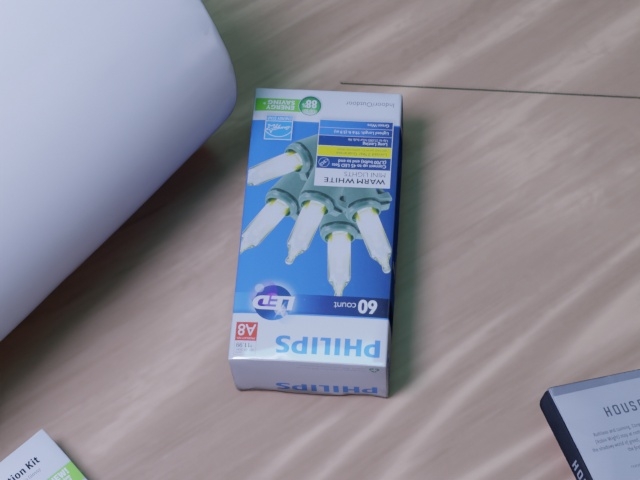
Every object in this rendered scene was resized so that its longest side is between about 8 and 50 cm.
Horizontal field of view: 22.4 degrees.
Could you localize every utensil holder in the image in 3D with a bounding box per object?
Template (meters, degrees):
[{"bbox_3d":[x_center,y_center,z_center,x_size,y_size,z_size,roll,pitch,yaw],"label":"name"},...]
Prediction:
[{"bbox_3d":[-0.305,-0.089,1.332,0.327,0.327,0.385,38,69,21],"label":"utensil holder"}]

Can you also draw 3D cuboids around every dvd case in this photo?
[{"bbox_3d":[0.296,0.203,1.255,0.179,0.029,0.239,-9,56,-23],"label":"dvd case"}]

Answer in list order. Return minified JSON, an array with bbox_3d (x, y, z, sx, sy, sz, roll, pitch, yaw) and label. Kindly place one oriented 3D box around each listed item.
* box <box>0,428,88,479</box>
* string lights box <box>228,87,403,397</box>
[{"bbox_3d":[-0.220,0.265,1.298,0.145,0.038,0.186,-39,66,-15],"label":"box"},{"bbox_3d":[0.000,0.000,1.394,0.133,0.077,0.260,2,63,4],"label":"string lights box"}]
